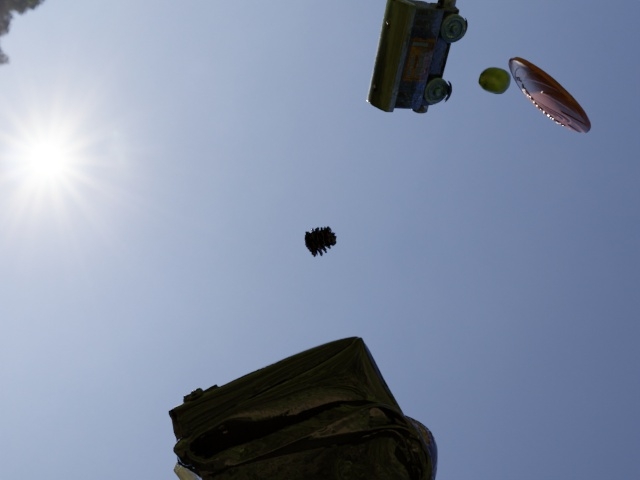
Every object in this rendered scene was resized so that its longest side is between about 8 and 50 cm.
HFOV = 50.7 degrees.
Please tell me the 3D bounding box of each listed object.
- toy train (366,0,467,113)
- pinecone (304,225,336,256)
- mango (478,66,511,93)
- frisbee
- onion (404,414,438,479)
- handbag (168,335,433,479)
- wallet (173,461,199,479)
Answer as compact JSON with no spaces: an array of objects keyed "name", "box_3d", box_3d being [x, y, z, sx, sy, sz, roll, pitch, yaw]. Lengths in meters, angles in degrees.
[{"name":"toy train","box_3d":[0.235,-0.462,1.682,0.131,0.202,0.299,-127,-140,-51]},{"name":"pinecone","box_3d":[0.000,0.000,1.709,0.083,0.077,0.077,-22,-114,29]},{"name":"mango","box_3d":[0.406,-0.372,1.562,0.073,0.108,0.056,28,-61,25]},{"name":"frisbee","box_3d":[0.404,-0.254,1.216,0.035,0.192,0.192,-45,-124,9]},{"name":"onion","box_3d":[0.124,0.462,1.340,0.216,0.207,0.206,25,-68,49]},{"name":"handbag","box_3d":[-0.011,0.263,0.729,0.285,0.257,0.113,65,-27,23]},{"name":"wallet","box_3d":[-0.222,0.447,1.232,0.025,0.061,0.122,-29,-78,6]}]
